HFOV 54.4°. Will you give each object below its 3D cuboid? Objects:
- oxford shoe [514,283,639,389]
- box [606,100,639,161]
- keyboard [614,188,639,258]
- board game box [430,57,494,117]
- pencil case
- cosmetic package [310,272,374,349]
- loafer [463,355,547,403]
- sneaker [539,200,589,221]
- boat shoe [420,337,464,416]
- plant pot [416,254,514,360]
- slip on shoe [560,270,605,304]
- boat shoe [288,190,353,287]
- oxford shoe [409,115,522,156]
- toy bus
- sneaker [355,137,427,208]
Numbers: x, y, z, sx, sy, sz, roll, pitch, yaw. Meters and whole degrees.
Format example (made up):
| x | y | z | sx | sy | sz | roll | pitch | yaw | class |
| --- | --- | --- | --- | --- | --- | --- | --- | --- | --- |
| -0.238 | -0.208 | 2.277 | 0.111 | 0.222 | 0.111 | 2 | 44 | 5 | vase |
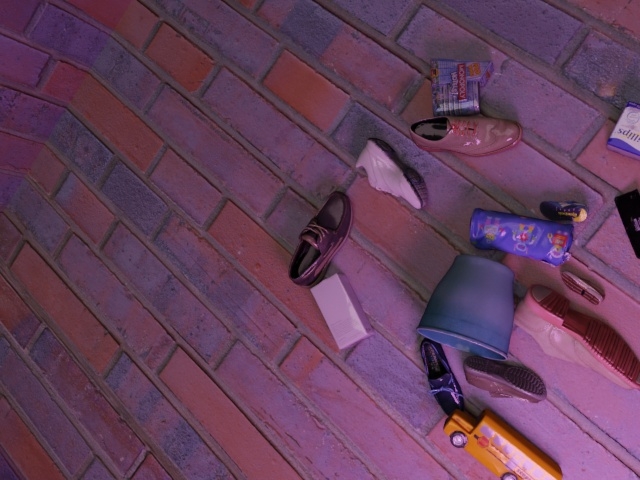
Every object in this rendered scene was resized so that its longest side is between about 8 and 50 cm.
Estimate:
| x | y | z | sx | sy | sz | roll | pitch | yaw | class |
| --- | --- | --- | --- | --- | --- | --- | --- | --- | --- |
| 0.734 | 0.294 | 1.787 | 0.397 | 0.140 | 0.147 | 41 | 133 | 16 | oxford shoe |
| 0.906 | -0.306 | 1.771 | 0.126 | 0.072 | 0.137 | 28 | 97 | 24 | box |
| 0.920 | -0.050 | 1.772 | 0.100 | 0.038 | 0.192 | -26 | 76 | 44 | keyboard |
| 0.452 | -0.496 | 1.978 | 0.194 | 0.060 | 0.194 | -5 | 72 | 21 | board game box |
| 0.595 | -0.010 | 1.856 | 0.305 | 0.119 | 0.133 | 13 | 99 | 24 | pencil case |
| 0.073 | 0.236 | 2.083 | 0.117 | 0.085 | 0.231 | -31 | 72 | 18 | cosmetic package |
| 0.549 | 0.426 | 1.868 | 0.251 | 0.094 | 0.088 | 20 | 128 | 22 | loafer |
| 0.724 | -0.090 | 1.846 | 0.144 | 0.059 | 0.053 | 16 | 124 | 39 | sneaker |
| 0.362 | 0.429 | 1.935 | 0.109 | 0.089 | 0.259 | -30 | 77 | 18 | boat shoe |
| 0.448 | 0.187 | 1.838 | 0.271 | 0.271 | 0.256 | 14 | 77 | 24 | plant pot |
| 0.766 | 0.131 | 1.814 | 0.041 | 0.051 | 0.135 | -35 | 58 | -24 | slip on shoe |
| 0.000 | 0.000 | 2.108 | 0.132 | 0.130 | 0.356 | 25 | 96 | 23 | boat shoe |
| 0.445 | -0.331 | 1.942 | 0.347 | 0.130 | 0.123 | 0 | 85 | 24 | oxford shoe |
| 0.523 | 0.610 | 1.815 | 0.332 | 0.108 | 0.130 | 38 | 102 | 13 | toy bus |
| 0.236 | -0.205 | 2.053 | 0.297 | 0.111 | 0.129 | 50 | 121 | 23 | sneaker |
